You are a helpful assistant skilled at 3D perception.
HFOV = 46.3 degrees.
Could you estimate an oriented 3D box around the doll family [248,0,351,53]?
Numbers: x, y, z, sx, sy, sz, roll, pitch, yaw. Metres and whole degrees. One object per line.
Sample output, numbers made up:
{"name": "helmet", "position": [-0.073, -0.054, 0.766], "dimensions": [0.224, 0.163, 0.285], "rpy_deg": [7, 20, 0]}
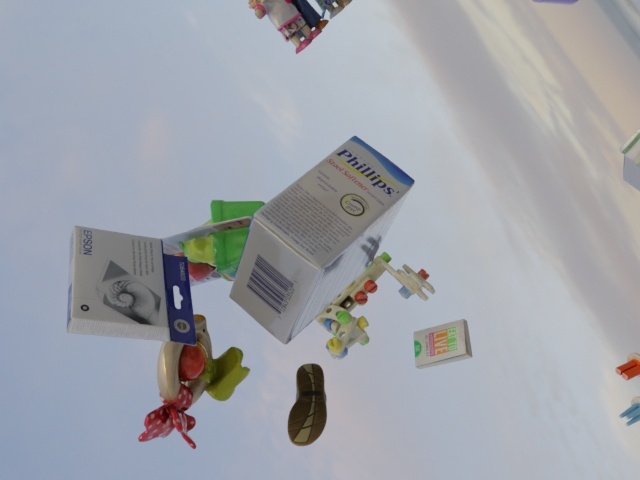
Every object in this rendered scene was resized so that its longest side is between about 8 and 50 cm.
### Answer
{"name": "doll family", "position": [-0.042, -0.422, 1.237], "dimensions": [0.163, 0.118, 0.263], "rpy_deg": [49, -118, -16]}

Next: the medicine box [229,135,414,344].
{"name": "medicine box", "position": [0.000, 0.000, 1.352], "dimensions": [0.149, 0.263, 0.289], "rpy_deg": [39, -127, 12]}

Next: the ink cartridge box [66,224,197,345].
{"name": "ink cartridge box", "position": [-0.327, 0.077, 1.316], "dimensions": [0.224, 0.045, 0.223], "rpy_deg": [10, -139, -26]}

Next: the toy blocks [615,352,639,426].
{"name": "toy blocks", "position": [0.609, 0.276, 1.417], "dimensions": [0.148, 0.054, 0.123], "rpy_deg": [-22, -110, -21]}

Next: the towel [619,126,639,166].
{"name": "towel", "position": [0.664, -0.170, 1.418], "dimensions": [0.152, 0.113, 0.023], "rpy_deg": [37, -148, 2]}

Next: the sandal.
{"name": "sandal", "position": [-0.022, 0.315, 1.423], "dimensions": [0.180, 0.072, 0.049], "rpy_deg": [-86, -3, -47]}

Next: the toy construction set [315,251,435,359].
{"name": "toy construction set", "position": [0.112, 0.142, 1.849], "dimensions": [0.215, 0.328, 0.151], "rpy_deg": [38, 156, 53]}

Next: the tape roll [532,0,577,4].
{"name": "tape roll", "position": [0.513, -0.604, 1.600], "dimensions": [0.080, 0.189, 0.189], "rpy_deg": [2, -137, -7]}

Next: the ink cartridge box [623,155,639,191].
{"name": "ink cartridge box", "position": [0.757, -0.159, 1.585], "dimensions": [0.127, 0.175, 0.072], "rpy_deg": [-123, 14, -49]}

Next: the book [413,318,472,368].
{"name": "book", "position": [0.301, 0.257, 1.859], "dimensions": [0.035, 0.144, 0.096], "rpy_deg": [33, -134, -44]}

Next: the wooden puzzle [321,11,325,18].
{"name": "wooden puzzle", "position": [0.023, -0.491, 1.452], "dimensions": [0.014, 0.116, 0.078], "rpy_deg": [16, -156, -8]}

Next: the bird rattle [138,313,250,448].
{"name": "bird rattle", "position": [-0.261, 0.255, 1.412], "dimensions": [0.253, 0.143, 0.206], "rpy_deg": [-35, -56, -54]}

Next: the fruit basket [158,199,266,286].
{"name": "fruit basket", "position": [-0.226, 0.043, 1.603], "dimensions": [0.327, 0.353, 0.165], "rpy_deg": [35, -142, -63]}
